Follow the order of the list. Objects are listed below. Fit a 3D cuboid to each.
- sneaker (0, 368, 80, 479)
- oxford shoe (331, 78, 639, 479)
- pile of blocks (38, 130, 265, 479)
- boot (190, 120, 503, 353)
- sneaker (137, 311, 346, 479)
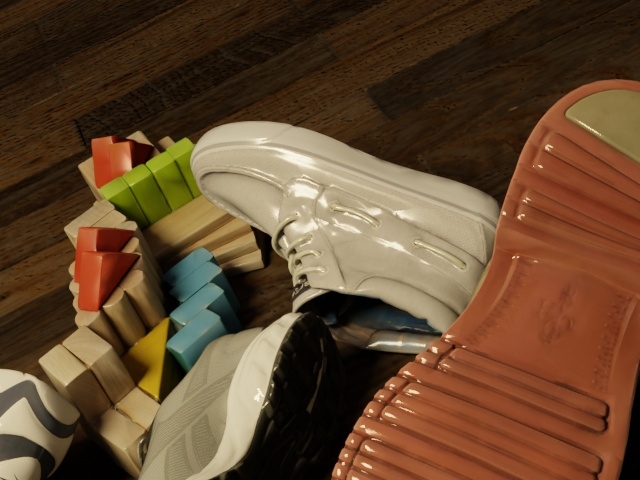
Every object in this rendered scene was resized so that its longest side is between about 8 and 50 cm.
[{"bbox_3d":[-0.280,0.175,0.897,0.235,0.094,0.153,-5,49,33],"label":"sneaker"},{"bbox_3d":[0.120,0.102,0.770,0.140,0.146,0.397,28,75,18],"label":"oxford shoe"},{"bbox_3d":[-0.128,0.009,1.000,0.149,0.112,0.362,-17,39,8],"label":"pile of blocks"},{"bbox_3d":[0.000,0.000,0.935,0.258,0.095,0.123,15,54,22],"label":"boot"},{"bbox_3d":[-0.074,0.157,0.825,0.108,0.100,0.271,-9,33,32],"label":"sneaker"}]
